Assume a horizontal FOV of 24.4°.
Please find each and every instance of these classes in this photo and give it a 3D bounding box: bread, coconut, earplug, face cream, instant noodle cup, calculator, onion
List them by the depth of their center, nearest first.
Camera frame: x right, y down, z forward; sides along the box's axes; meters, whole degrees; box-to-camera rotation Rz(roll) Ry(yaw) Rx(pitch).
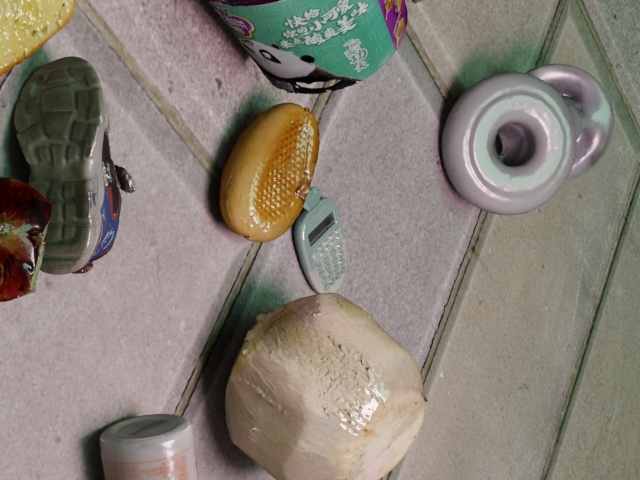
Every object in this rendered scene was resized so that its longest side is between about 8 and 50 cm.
[{"bbox_3d":[-0.308,-0.003,1.391,0.118,0.118,0.117,39,57,-49],"label":"onion"},{"bbox_3d":[-0.312,-0.219,1.425,0.187,0.065,0.103,-43,131,-45],"label":"bread"},{"bbox_3d":[-0.173,0.320,1.604,0.101,0.101,0.252,-22,108,-54],"label":"face cream"},{"bbox_3d":[-0.017,-0.299,1.715,0.251,0.251,0.190,-68,149,-28],"label":"instant noodle cup"},{"bbox_3d":[-0.006,0.177,1.752,0.227,0.230,0.227,-37,148,-29],"label":"coconut"},{"bbox_3d":[-0.064,-0.081,1.779,0.114,0.077,0.189,37,60,-27],"label":"bread"},{"bbox_3d":[0.000,0.000,1.920,0.095,0.021,0.153,-46,128,-45],"label":"calculator"},{"bbox_3d":[0.313,-0.163,2.267,0.325,0.175,0.214,-24,105,-43],"label":"earplug"}]

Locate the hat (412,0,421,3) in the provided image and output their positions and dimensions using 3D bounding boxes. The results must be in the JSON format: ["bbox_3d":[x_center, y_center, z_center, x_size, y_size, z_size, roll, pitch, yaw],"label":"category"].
[{"bbox_3d":[0.125,-0.439,2.068,0.173,0.144,0.166,44,78,1],"label":"hat"}]

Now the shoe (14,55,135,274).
[{"bbox_3d":[-0.238,-0.069,1.502,0.125,0.099,0.227,29,59,-64],"label":"shoe"}]
